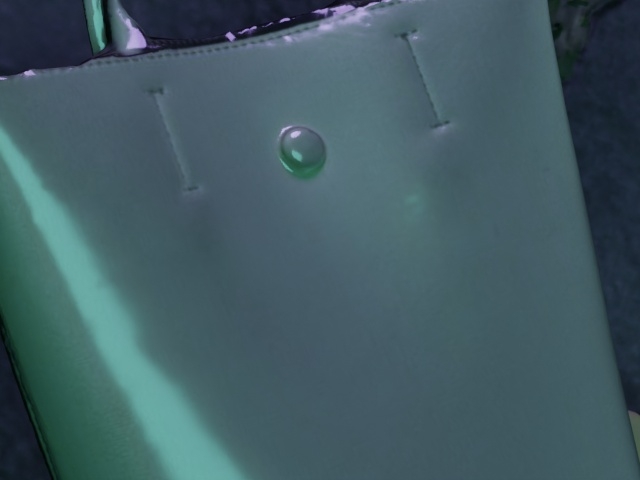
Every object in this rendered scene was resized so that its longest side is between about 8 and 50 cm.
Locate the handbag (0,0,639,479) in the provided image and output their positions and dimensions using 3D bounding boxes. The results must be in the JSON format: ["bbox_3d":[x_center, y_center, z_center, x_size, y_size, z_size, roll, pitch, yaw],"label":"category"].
[{"bbox_3d":[0.000,0.000,0.524,0.241,0.109,0.315,-16,97,-28],"label":"handbag"}]

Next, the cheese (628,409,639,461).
[{"bbox_3d":[0.151,0.217,0.702,0.384,0.104,0.384,-1,95,-17],"label":"cheese"}]
